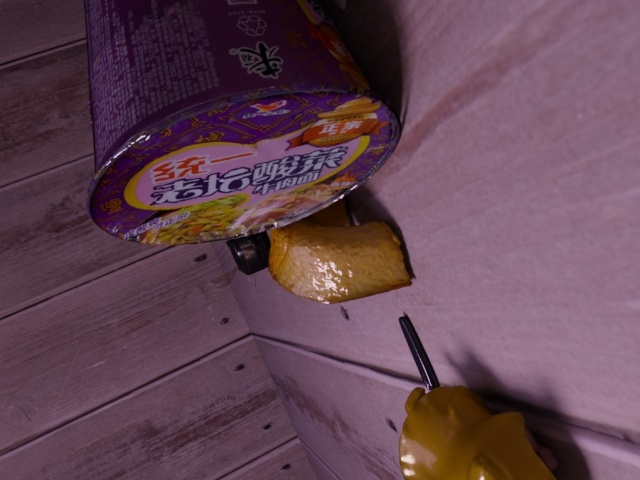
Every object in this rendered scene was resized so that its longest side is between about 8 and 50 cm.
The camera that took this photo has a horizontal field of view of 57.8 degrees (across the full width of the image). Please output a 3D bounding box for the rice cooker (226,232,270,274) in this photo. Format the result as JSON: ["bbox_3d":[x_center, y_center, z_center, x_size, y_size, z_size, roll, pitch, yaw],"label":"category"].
[{"bbox_3d":[-0.190,0.024,1.560,0.112,0.107,0.165,61,175,30],"label":"rice cooker"}]

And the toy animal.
[{"bbox_3d":[0.167,0.244,0.643,0.156,0.156,0.230,70,167,-15],"label":"toy animal"}]

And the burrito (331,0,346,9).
[{"bbox_3d":[-0.019,-0.321,0.562,0.203,0.064,0.064,65,165,0],"label":"burrito"}]

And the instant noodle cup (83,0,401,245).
[{"bbox_3d":[-0.112,-0.175,0.648,0.340,0.340,0.265,110,142,-68],"label":"instant noodle cup"}]

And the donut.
[{"bbox_3d":[-0.002,0.004,0.812,0.259,0.152,0.101,45,152,50],"label":"donut"}]

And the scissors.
[{"bbox_3d":[0.162,0.210,0.834,0.220,0.017,0.088,66,165,0],"label":"scissors"}]
